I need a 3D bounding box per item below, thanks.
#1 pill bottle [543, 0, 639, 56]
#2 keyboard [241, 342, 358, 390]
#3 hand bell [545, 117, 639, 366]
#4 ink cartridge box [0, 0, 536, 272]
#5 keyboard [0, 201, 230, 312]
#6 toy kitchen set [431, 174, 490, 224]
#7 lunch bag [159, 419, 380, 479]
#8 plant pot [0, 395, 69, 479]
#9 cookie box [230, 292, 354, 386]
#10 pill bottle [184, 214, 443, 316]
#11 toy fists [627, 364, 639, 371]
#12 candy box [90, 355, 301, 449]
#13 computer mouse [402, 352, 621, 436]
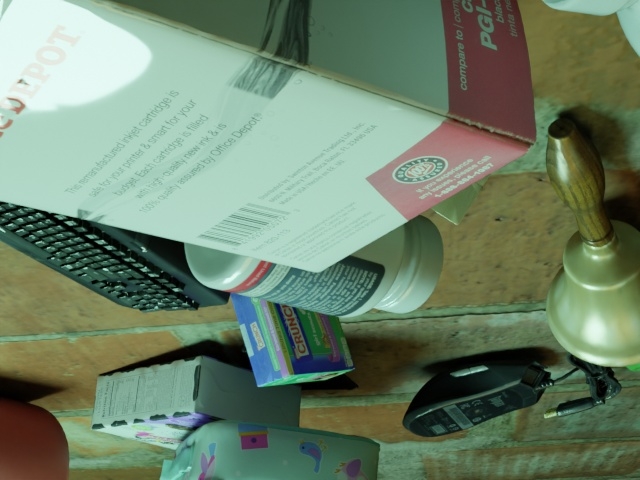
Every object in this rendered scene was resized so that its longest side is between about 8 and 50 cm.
[{"bbox_3d":[0.229,-0.133,0.452,0.264,0.146,0.146,3,156,-12],"label":"pill bottle"},{"bbox_3d":[-0.032,0.143,1.218,0.108,0.023,0.180,-4,157,20],"label":"keyboard"},{"bbox_3d":[0.214,-0.014,0.819,0.126,0.126,0.242,-11,142,19],"label":"hand bell"},{"bbox_3d":[-0.060,-0.090,0.564,0.283,0.117,0.207,14,152,-33],"label":"ink cartridge box"},{"bbox_3d":[-0.161,0.000,0.874,0.201,0.033,0.317,-12,156,21],"label":"keyboard"},{"bbox_3d":[0.082,-0.068,0.747,0.083,0.075,0.068,32,-165,1],"label":"toy kitchen set"},{"bbox_3d":[-0.066,0.282,1.208,0.224,0.108,0.279,9,157,-13],"label":"lunch bag"},{"bbox_3d":[-0.479,0.281,1.247,0.274,0.275,0.243,-18,141,33],"label":"plant pot"},{"bbox_3d":[-0.024,0.084,0.968,0.040,0.092,0.107,-27,163,31],"label":"cookie box"},{"bbox_3d":[0.000,0.000,0.788,0.180,0.108,0.108,16,151,-35],"label":"pill bottle"},{"bbox_3d":[0.430,0.079,1.025,0.279,0.096,0.142,5,166,-19],"label":"toy fists"},{"bbox_3d":[-0.149,0.200,1.259,0.196,0.070,0.164,-16,151,41],"label":"candy box"},{"bbox_3d":[0.236,0.182,1.292,0.262,0.060,0.184,-24,146,19],"label":"computer mouse"}]
